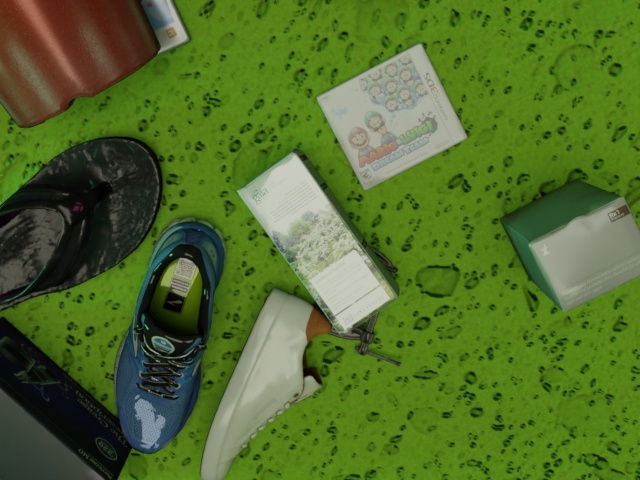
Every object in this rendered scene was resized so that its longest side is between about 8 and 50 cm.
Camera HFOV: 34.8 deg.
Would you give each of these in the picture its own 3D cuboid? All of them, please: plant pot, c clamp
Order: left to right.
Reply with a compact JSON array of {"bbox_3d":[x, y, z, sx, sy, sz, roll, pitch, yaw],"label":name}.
[{"bbox_3d":[-0.342,-0.294,1.214,0.272,0.272,0.265,-26,109,6],"label":"plant pot"},{"bbox_3d":[0.061,0.084,1.420,0.137,0.022,0.160,12,102,5],"label":"c clamp"}]

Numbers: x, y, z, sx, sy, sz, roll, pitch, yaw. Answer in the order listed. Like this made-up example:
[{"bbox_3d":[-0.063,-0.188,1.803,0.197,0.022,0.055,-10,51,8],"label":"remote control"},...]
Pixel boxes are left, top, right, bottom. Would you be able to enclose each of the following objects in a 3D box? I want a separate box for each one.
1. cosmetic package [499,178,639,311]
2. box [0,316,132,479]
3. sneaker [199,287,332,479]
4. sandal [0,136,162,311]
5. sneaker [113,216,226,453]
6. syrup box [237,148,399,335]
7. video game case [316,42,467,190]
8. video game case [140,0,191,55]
[{"bbox_3d":[0.315,0.000,1.285,0.127,0.238,0.107,-27,100,7],"label":"cosmetic package"},{"bbox_3d":[-0.387,0.243,1.375,0.261,0.184,0.103,44,99,-8],"label":"box"},{"bbox_3d":[-0.072,0.219,1.403,0.123,0.106,0.290,24,100,-1],"label":"sneaker"},{"bbox_3d":[-0.403,0.017,1.368,0.446,0.107,0.167,-31,100,7],"label":"sandal"},{"bbox_3d":[-0.214,0.137,1.370,0.130,0.147,0.330,12,102,-1],"label":"sneaker"},{"bbox_3d":[0.000,0.000,1.353,0.093,0.096,0.237,-35,92,8],"label":"syrup box"},{"bbox_3d":[0.096,-0.165,1.367,0.157,0.019,0.143,-27,100,6],"label":"video game case"},{"bbox_3d":[-0.301,-0.321,1.340,0.193,0.023,0.212,-23,100,5],"label":"video game case"}]
